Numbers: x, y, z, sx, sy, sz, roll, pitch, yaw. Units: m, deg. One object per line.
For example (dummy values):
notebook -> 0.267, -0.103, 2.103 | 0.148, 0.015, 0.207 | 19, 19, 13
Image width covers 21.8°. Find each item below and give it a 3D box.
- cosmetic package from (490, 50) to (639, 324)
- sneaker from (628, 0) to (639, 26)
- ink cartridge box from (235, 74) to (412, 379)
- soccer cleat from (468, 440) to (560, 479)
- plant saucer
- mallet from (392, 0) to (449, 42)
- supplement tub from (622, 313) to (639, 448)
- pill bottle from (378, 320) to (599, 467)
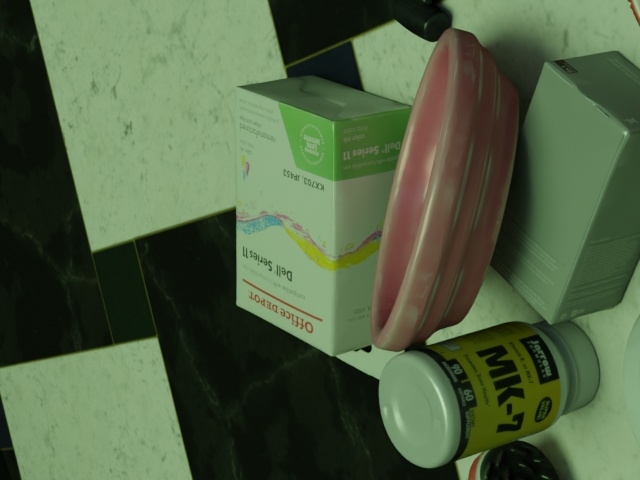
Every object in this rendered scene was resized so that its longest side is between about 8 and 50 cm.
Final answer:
cosmetic package -> 0.252, -0.051, 1.603 | 0.127, 0.107, 0.238 | 49, 135, 35
sneaker -> 0.348, -0.204, 1.455 | 0.128, 0.087, 0.221 | -24, 74, 33
ink cartridge box -> 0.000, 0.000, 1.968 | 0.207, 0.119, 0.353 | 24, 120, 50
soccer cleat -> 0.245, 0.369, 1.776 | 0.116, 0.109, 0.318 | 121, 128, -72
plant saucer -> 0.127, -0.045, 1.680 | 0.332, 0.084, 0.332 | -167, 90, -87
mallet -> 0.129, -0.299, 1.756 | 0.062, 0.039, 0.189 | 48, 133, 36
supplement tub -> 0.417, 0.097, 1.293 | 0.325, 0.235, 0.235 | -23, 82, 56
pill bottle -> 0.173, 0.148, 1.687 | 0.119, 0.209, 0.119 | 26, 122, 50
